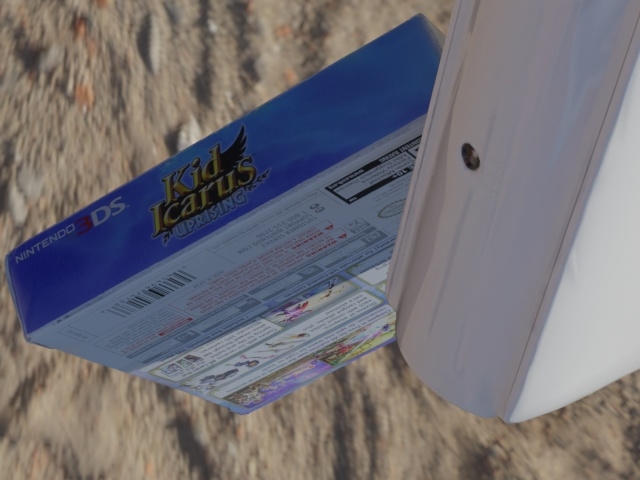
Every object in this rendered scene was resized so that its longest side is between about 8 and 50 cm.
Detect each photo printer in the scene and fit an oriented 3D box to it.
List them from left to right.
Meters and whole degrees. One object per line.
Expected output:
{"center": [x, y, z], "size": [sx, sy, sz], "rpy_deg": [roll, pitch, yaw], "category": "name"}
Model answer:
{"center": [0.164, -0.088, 0.709], "size": [0.256, 0.107, 0.307], "rpy_deg": [-23, 143, -32], "category": "photo printer"}

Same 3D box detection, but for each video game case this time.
{"center": [0.000, 0.000, 0.967], "size": [0.269, 0.244, 0.061], "rpy_deg": [-28, 63, 17], "category": "video game case"}
